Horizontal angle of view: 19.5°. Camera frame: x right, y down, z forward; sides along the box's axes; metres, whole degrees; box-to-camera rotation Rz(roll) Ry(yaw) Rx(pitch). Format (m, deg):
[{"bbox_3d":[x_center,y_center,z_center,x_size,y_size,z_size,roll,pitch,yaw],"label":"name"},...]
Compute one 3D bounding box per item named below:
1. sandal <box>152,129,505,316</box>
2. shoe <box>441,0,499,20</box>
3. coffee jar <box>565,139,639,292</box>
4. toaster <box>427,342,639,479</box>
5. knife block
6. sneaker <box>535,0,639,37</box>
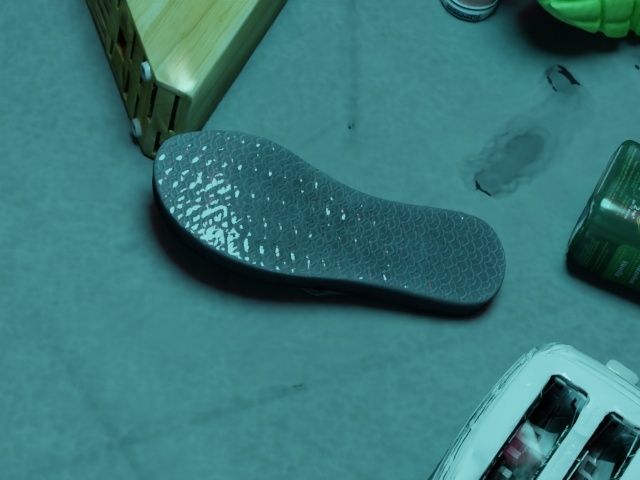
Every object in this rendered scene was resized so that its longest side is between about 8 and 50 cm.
[{"bbox_3d":[0.000,0.001,1.282,0.255,0.054,0.097,20,62,-11],"label":"sandal"},{"bbox_3d":[0.140,-0.259,1.457,0.063,0.081,0.178,19,55,0],"label":"shoe"},{"bbox_3d":[0.273,0.010,1.313,0.184,0.079,0.096,28,53,7],"label":"coffee jar"},{"bbox_3d":[0.122,0.169,1.135,0.129,0.146,0.227,34,57,11],"label":"toaster"},{"bbox_3d":[-0.050,-0.205,1.374,0.242,0.088,0.275,-12,60,-19],"label":"knife block"},{"bbox_3d":[0.273,-0.319,1.486,0.202,0.185,0.483,35,46,16],"label":"sneaker"}]
